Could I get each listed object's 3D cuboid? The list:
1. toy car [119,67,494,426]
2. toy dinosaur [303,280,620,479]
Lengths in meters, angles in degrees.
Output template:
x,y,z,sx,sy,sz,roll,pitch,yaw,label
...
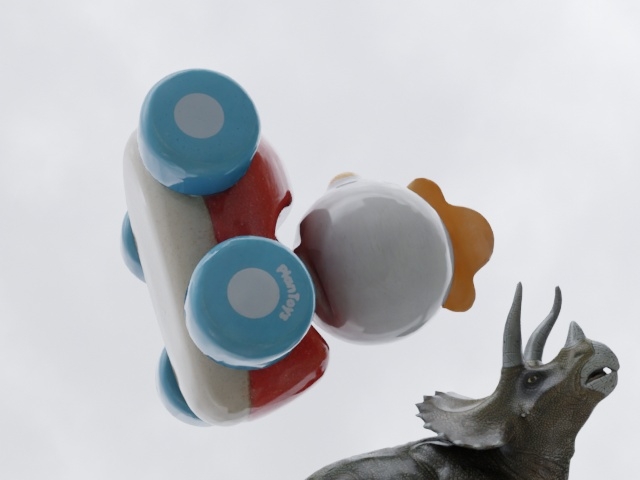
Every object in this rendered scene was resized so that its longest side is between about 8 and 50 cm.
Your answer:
x,y,z,sx,sy,sz,roll,pitch,yaw,label
0.000,0.000,0.720,0.237,0.219,0.210,-12,-107,-19,toy car
0.041,0.174,0.583,0.313,0.121,0.160,-30,-117,-4,toy dinosaur
